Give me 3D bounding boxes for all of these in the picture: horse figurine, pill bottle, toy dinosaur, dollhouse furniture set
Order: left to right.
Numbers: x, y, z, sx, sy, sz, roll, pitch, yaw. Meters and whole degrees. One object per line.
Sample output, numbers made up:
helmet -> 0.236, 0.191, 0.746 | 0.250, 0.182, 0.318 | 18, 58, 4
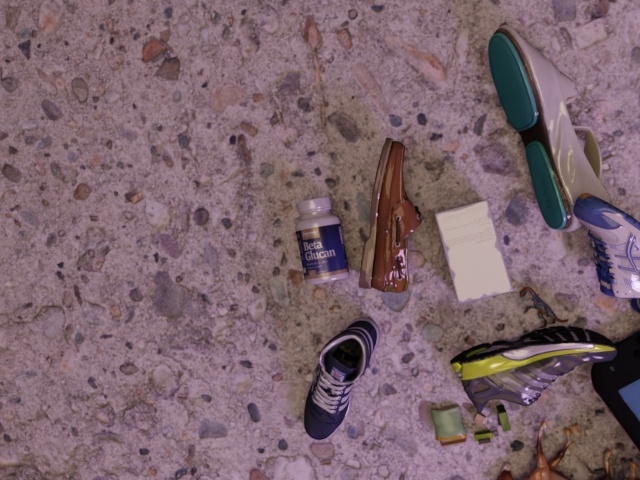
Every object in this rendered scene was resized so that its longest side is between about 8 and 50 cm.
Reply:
pill bottle -> 0.000, 0.000, 1.215 | 0.094, 0.094, 0.169 | -11, 89, 13
dollhouse furniture set -> 0.297, 0.369, 1.179 | 0.152, 0.058, 0.076 | -14, 88, 12
toy dinosaur -> 0.428, 0.129, 1.163 | 0.047, 0.090, 0.082 | -41, 56, 49
horse figurine -> 0.488, 0.465, 1.138 | 0.263, 0.066, 0.174 | 23, 91, 13

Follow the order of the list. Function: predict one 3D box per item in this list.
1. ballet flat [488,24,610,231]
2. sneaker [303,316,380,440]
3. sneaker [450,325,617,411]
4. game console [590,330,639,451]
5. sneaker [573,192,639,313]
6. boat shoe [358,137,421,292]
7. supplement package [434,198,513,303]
ballet flat -> 0.433, -0.217, 1.109 | 0.139, 0.139, 0.400 | -20, 92, 12
sneaker -> 0.026, 0.291, 1.188 | 0.099, 0.153, 0.282 | 26, 97, 11
sneaker -> 0.410, 0.246, 1.137 | 0.300, 0.111, 0.121 | -16, 95, 20
game console -> 0.693, 0.283, 0.981 | 0.342, 0.060, 0.386 | -35, 46, 12
sneaker -> 0.539, 0.039, 1.051 | 0.296, 0.112, 0.131 | 37, 107, -15
boat shoe -> 0.150, -0.047, 1.182 | 0.105, 0.111, 0.307 | 9, 103, 8
supplement package -> 0.294, 0.020, 1.145 | 0.105, 0.105, 0.179 | -15, 88, 12
